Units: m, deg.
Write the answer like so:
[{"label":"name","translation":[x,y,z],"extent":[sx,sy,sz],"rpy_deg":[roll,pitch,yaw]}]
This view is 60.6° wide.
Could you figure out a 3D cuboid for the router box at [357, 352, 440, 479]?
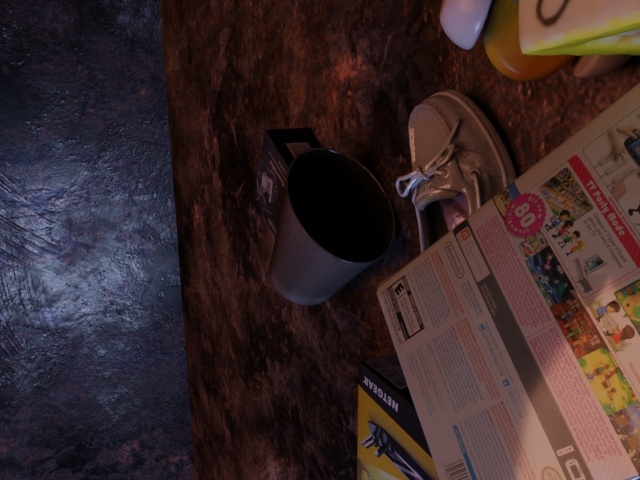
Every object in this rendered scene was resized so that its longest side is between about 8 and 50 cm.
[{"label":"router box","translation":[0.157,0.321,0.715],"extent":[0.309,0.081,0.242],"rpy_deg":[26,120,60]}]

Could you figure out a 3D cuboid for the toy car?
[{"label":"toy car","translation":[0.195,-0.232,0.453],"extent":[0.136,0.159,0.182],"rpy_deg":[-71,-4,-51]}]

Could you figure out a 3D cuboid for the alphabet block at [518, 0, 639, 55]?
[{"label":"alphabet block","translation":[0.230,-0.205,0.266],"extent":[0.192,0.194,0.197],"rpy_deg":[-143,49,-73]}]

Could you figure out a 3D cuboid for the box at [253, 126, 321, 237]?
[{"label":"box","translation":[-0.048,-0.099,1.012],"extent":[0.156,0.093,0.158],"rpy_deg":[60,147,39]}]

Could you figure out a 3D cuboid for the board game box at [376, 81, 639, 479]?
[{"label":"board game box","translation":[0.200,0.057,0.411],"extent":[0.303,0.098,0.224],"rpy_deg":[-43,50,37]}]

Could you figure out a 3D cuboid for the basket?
[{"label":"basket","translation":[0.000,0.000,0.881],"extent":[0.204,0.154,0.227],"rpy_deg":[65,153,22]}]

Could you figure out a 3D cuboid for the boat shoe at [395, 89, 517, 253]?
[{"label":"boat shoe","translation":[0.150,-0.014,0.615],"extent":[0.118,0.103,0.320],"rpy_deg":[-16,82,64]}]
